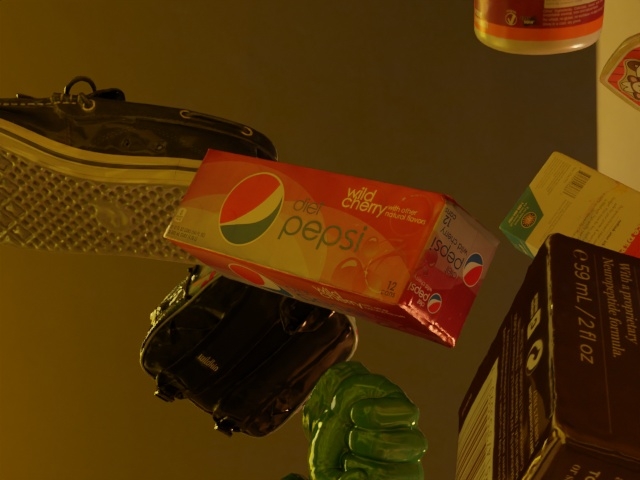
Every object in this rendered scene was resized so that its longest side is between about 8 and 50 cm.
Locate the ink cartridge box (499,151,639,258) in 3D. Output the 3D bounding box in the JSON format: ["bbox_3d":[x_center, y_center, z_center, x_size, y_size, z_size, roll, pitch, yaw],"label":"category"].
[{"bbox_3d":[0.370,-0.004,1.383,0.231,0.134,0.078,34,-5,35],"label":"ink cartridge box"}]

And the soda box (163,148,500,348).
[{"bbox_3d":[0.000,0.000,0.827,0.263,0.092,0.083,13,-17,43],"label":"soda box"}]

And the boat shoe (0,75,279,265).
[{"bbox_3d":[-0.281,-0.090,1.245,0.500,0.156,0.186,9,-45,8],"label":"boat shoe"}]

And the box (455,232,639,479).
[{"bbox_3d":[0.193,0.130,0.597,0.203,0.168,0.167,17,-53,-2],"label":"box"}]

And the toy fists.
[{"bbox_3d":[0.016,0.270,1.118,0.096,0.279,0.142,13,17,-46],"label":"toy fists"}]

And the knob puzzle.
[{"bbox_3d":[0.364,-0.144,1.033,0.213,0.030,0.213,22,-17,7],"label":"knob puzzle"}]

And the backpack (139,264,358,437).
[{"bbox_3d":[-0.073,0.098,1.331,0.225,0.191,0.253,36,-56,-16],"label":"backpack"}]

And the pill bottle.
[{"bbox_3d":[0.201,-0.290,0.959,0.121,0.121,0.221,2,-62,10],"label":"pill bottle"}]
